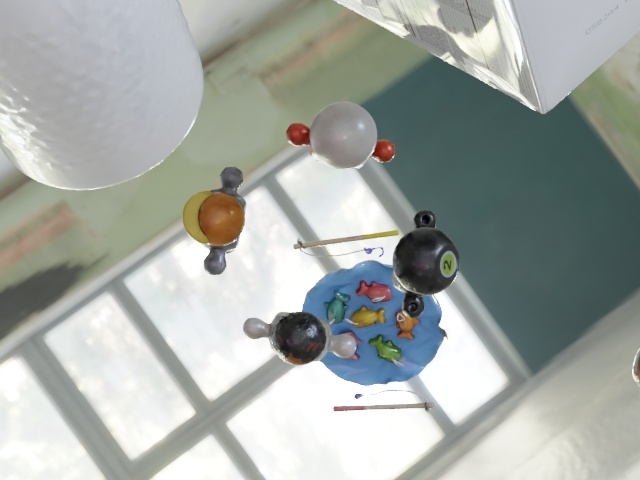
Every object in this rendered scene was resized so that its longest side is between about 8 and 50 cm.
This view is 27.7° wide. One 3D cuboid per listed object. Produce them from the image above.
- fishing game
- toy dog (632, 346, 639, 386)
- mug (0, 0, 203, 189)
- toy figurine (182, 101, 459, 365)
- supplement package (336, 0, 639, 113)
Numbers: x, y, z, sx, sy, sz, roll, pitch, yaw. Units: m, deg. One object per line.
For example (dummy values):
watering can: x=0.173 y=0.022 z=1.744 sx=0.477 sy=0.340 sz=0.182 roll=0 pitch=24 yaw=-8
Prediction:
fishing game: x=0.066 y=0.112 z=1.645 sx=0.189 sy=0.264 sz=0.041 roll=-3 pitch=-155 yaw=12
toy dog: x=0.582 y=0.153 z=1.557 sx=0.395 sy=0.284 sz=0.408 roll=-33 pitch=175 yaw=-45
mug: x=-0.320 y=-0.293 z=1.507 sx=0.276 sy=0.374 sz=0.328 roll=-24 pitch=152 yaw=-4
toy figurine: x=0.000 y=0.000 z=1.183 sx=0.210 sy=0.213 sz=0.148 roll=-31 pitch=180 yaw=-3
supplement package: x=0.124 y=-0.270 z=0.971 sx=0.199 sy=0.263 sz=0.198 roll=-41 pitch=137 yaw=-13
